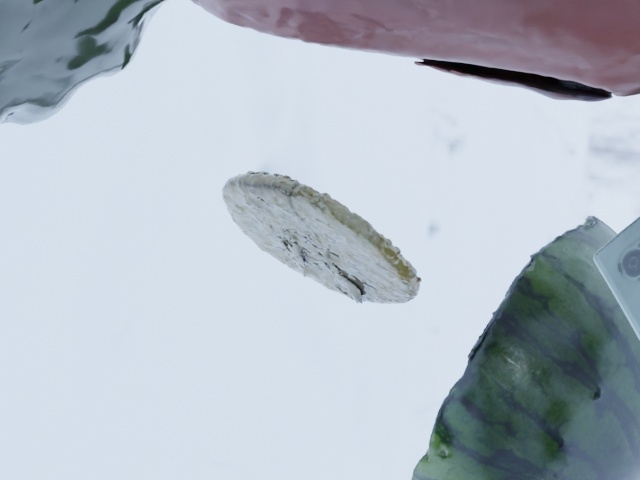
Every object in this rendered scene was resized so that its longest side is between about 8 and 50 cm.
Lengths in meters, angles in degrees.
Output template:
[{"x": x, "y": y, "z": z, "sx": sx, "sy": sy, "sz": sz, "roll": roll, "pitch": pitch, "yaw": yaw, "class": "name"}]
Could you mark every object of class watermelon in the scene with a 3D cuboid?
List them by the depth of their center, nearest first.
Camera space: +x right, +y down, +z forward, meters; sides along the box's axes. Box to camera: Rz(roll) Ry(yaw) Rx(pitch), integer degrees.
[{"x": 0.229, "y": 0.149, "z": 1.647, "sx": 0.331, "sy": 0.189, "sz": 0.331, "roll": -58, "pitch": 168, "yaw": -20, "class": "watermelon"}]

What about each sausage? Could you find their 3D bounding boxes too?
[{"x": 0.069, "y": -0.139, "z": 0.751, "sx": 0.152, "sy": 0.280, "sz": 0.152, "roll": 10, "pitch": 90, "yaw": -80, "class": "sausage"}]

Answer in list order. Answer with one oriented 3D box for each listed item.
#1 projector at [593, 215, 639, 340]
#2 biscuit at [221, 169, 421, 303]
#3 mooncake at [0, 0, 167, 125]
[{"x": 0.237, "y": 0.015, "z": 0.982, "sx": 0.061, "sy": 0.147, "sz": 0.115, "roll": 19, "pitch": 39, "yaw": -51, "class": "projector"}, {"x": -0.001, "y": 0.001, "z": 1.768, "sx": 0.033, "sy": 0.220, "sz": 0.220, "roll": -60, "pitch": 159, "yaw": -18, "class": "biscuit"}, {"x": -0.217, "y": -0.196, "z": 1.091, "sx": 0.356, "sy": 0.194, "sz": 0.356, "roll": -38, "pitch": 164, "yaw": -13, "class": "mooncake"}]
